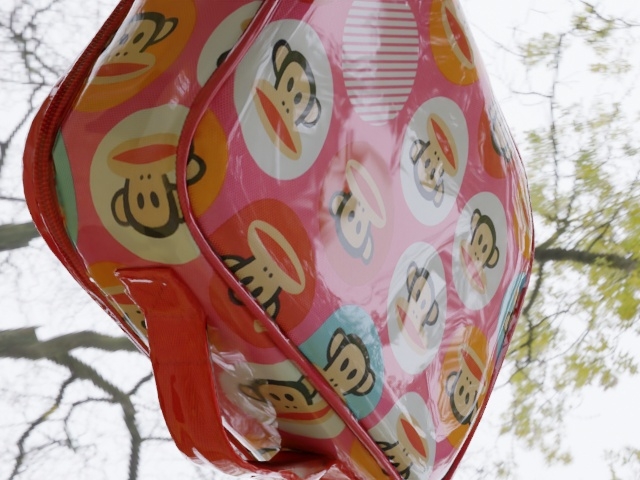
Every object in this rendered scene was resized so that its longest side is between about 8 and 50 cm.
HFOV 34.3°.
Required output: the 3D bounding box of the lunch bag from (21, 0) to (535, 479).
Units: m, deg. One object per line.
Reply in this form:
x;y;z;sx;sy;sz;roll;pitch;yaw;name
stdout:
0.000;0.000;0.507;0.120;0.258;0.293;0;-40;33;lunch bag
